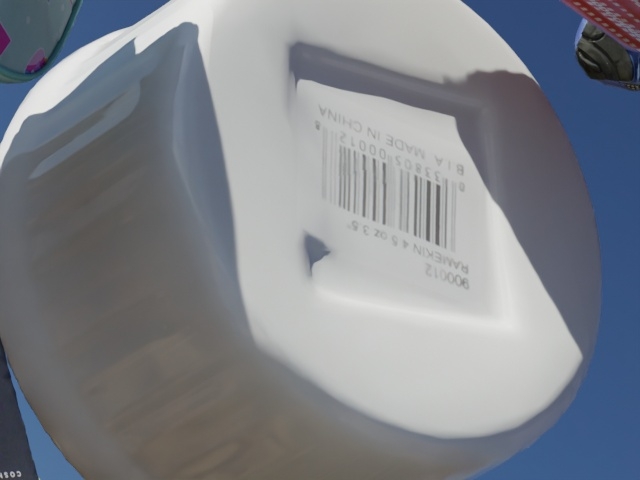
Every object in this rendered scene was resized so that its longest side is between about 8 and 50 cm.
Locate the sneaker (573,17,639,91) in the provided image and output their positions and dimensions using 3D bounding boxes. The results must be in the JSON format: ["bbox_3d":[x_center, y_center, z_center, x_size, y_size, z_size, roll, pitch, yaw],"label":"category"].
[{"bbox_3d":[0.231,-0.141,1.067,0.083,0.221,0.087,61,-30,2],"label":"sneaker"}]

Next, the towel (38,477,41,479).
[{"bbox_3d":[-0.217,0.258,1.365,0.148,0.027,0.110,-104,-170,-61],"label":"towel"}]

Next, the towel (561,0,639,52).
[{"bbox_3d":[0.168,-0.125,0.734,0.199,0.031,0.275,31,-10,-32],"label":"towel"}]

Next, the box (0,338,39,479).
[{"bbox_3d":[-0.395,0.083,1.186,0.343,0.313,0.179,3,-27,-47],"label":"box"}]

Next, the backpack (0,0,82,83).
[{"bbox_3d":[-0.154,-0.148,0.689,0.144,0.166,0.188,-7,-49,15],"label":"backpack"}]

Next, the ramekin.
[{"bbox_3d":[0.000,0.000,0.822,0.277,0.277,0.135,42,-42,-16],"label":"ramekin"}]
